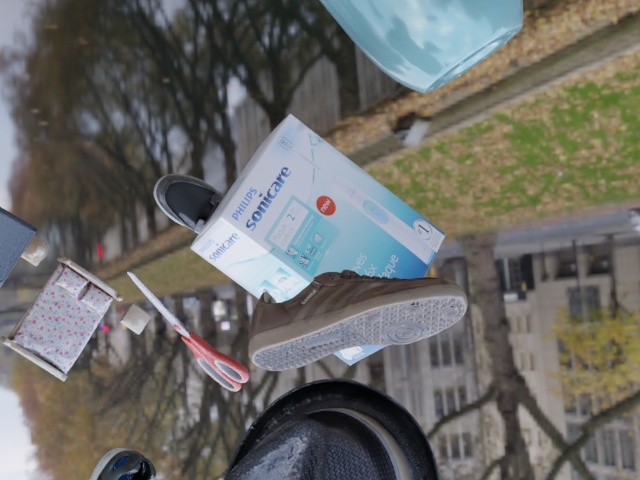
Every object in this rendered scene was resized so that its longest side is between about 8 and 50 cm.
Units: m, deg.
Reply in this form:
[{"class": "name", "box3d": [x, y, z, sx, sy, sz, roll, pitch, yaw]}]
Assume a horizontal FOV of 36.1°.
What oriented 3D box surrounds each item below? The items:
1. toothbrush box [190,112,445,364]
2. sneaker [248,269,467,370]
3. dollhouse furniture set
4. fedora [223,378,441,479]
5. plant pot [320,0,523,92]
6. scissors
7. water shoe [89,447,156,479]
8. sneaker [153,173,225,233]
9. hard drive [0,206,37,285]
[{"class": "toothbrush box", "box3d": [0.000, 0.000, 1.409, 0.296, 0.216, 0.126, 37, 146, -9]}, {"class": "sneaker", "box3d": [0.025, 0.049, 0.804, 0.189, 0.071, 0.066, -16, 143, 16]}, {"class": "dollhouse furniture set", "box3d": [-0.503, 0.175, 1.767, 0.356, 0.303, 0.174, 38, 164, -26]}, {"class": "fedora", "box3d": [-0.021, 0.319, 1.138, 0.334, 0.333, 0.152, -7, 163, 25]}, {"class": "plant pot", "box3d": [0.172, -0.372, 1.509, 0.293, 0.235, 0.293, -33, 177, -2]}, {"class": "scissors", "box3d": [-0.241, 0.164, 1.717, 0.297, 0.021, 0.109, 42, 151, -13]}, {"class": "water shoe", "box3d": [-0.268, 0.356, 1.208, 0.073, 0.203, 0.080, 28, 164, -38]}, {"class": "sneaker", "box3d": [-0.159, -0.038, 1.588, 0.222, 0.083, 0.118, 31, 172, -25]}, {"class": "hard drive", "box3d": [-0.460, -0.009, 1.314, 0.135, 0.094, 0.022, 36, 172, -36]}]
